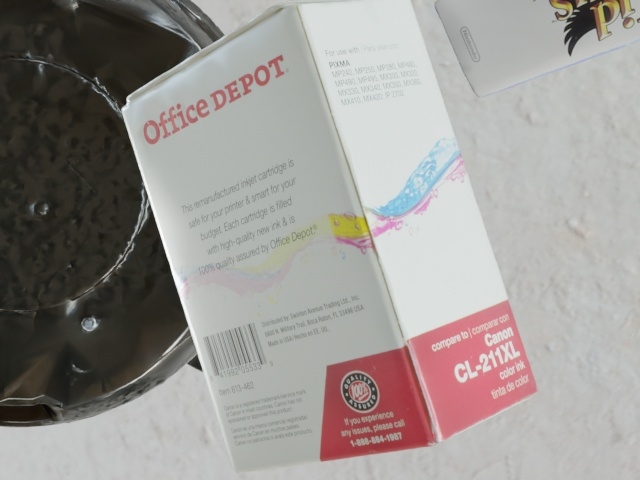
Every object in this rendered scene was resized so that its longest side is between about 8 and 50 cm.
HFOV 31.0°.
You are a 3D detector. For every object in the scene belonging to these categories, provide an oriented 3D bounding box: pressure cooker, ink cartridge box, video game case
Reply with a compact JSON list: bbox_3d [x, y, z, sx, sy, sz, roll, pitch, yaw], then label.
[{"bbox_3d":[-0.243,-0.038,1.021,0.376,0.420,0.369,-9,89,-7],"label":"pressure cooker"},{"bbox_3d":[0.000,0.000,0.490,0.127,0.072,0.175,-19,87,47],"label":"ink cartridge box"},{"bbox_3d":[0.219,-0.177,0.602,0.244,0.269,0.061,-19,106,35],"label":"video game case"}]
